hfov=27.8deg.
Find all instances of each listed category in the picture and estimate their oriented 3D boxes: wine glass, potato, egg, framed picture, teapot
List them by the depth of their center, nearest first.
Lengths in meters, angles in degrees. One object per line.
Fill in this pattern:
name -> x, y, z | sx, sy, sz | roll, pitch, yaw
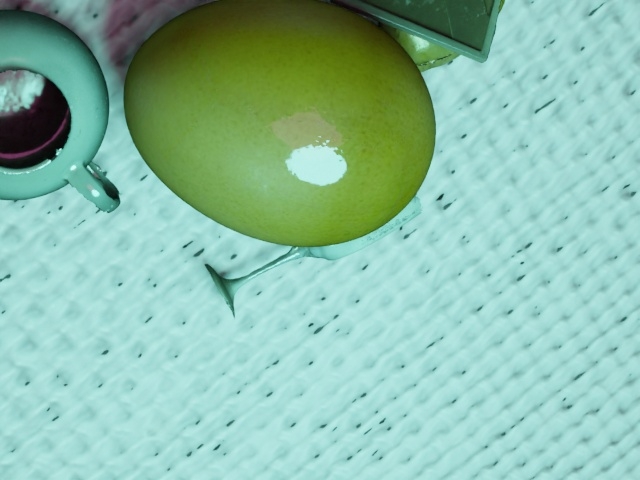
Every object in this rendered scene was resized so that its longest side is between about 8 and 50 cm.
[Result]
teapot -> -0.306, -0.131, 1.289 | 0.193, 0.129, 0.294 | -44, 115, 1
egg -> -0.040, -0.123, 1.313 | 0.322, 0.250, 0.250 | 12, 104, -12
framed picture -> 0.124, -0.332, 1.360 | 0.184, 0.016, 0.250 | 18, 78, -18
potato -> 0.139, -0.259, 1.418 | 0.170, 0.080, 0.107 | -38, 100, -2
wine glass -> 0.000, 0.000, 1.469 | 0.262, 0.074, 0.074 | -27, 114, -8
